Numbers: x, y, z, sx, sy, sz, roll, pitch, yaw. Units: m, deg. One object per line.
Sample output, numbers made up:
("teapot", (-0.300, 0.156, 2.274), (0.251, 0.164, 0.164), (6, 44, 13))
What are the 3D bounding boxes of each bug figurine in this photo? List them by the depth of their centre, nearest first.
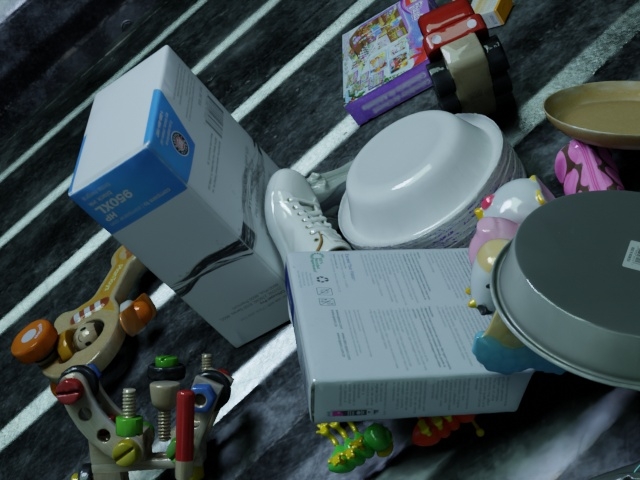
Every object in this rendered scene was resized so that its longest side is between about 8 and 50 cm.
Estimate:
("bug figurine", (0.090, 0.199, 1.375), (0.216, 0.072, 0.279), (-31, 27, 5))

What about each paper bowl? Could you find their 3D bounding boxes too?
("paper bowl", (0.154, -0.084, 1.609), (0.284, 0.148, 0.284), (-28, 31, 19))

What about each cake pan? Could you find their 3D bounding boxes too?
("cake pan", (0.326, 0.038, 1.115), (0.293, 0.054, 0.293), (1, 36, 0))

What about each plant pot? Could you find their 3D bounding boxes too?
("plant pot", (0.420, -0.168, 1.449), (0.236, 0.032, 0.236), (-2, 25, 1))

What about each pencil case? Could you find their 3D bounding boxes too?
("pencil case", (0.362, -0.058, 1.396), (0.095, 0.098, 0.209), (-29, 32, 17))

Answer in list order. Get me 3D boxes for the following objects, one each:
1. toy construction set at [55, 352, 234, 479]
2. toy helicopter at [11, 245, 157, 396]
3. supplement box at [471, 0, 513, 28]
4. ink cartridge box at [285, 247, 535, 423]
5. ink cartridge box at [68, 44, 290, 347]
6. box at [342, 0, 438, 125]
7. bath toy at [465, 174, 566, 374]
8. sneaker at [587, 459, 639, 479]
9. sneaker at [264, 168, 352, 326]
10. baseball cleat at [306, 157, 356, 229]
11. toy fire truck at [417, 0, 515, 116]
("toy construction set", (-0.238, 0.301, 1.501), (0.309, 0.257, 0.237), (-172, 82, -71))
("toy helicopter", (-0.379, 0.117, 1.936), (0.235, 0.140, 0.355), (-15, 36, 31))
("supplement box", (0.303, -0.424, 1.997), (0.098, 0.036, 0.062), (-7, 44, 42))
("ink cartridge box", (0.131, 0.107, 1.348), (0.330, 0.071, 0.324), (-1, 26, -6))
("ink cartridge box", (-0.187, -0.065, 1.703), (0.166, 0.395, 0.285), (-30, 34, 21))
("box", (0.140, -0.361, 2.070), (0.201, 0.057, 0.293), (-28, 32, 21))
("bath toy", (0.239, 0.030, 1.306), (0.129, 0.151, 0.348), (-37, 18, 21))
("sneaker", (0.375, 0.234, 1.030), (0.267, 0.101, 0.106), (-19, 14, 32))
("sneaker", (0.000, 0.000, 1.620), (0.123, 0.106, 0.290), (-39, 55, 40))
("baseball cleat", (0.050, -0.081, 1.791), (0.206, 0.109, 0.072), (-14, 39, -16))
("toy fire truck", (0.226, -0.335, 1.714), (0.158, 0.217, 0.246), (-23, 70, 7))
